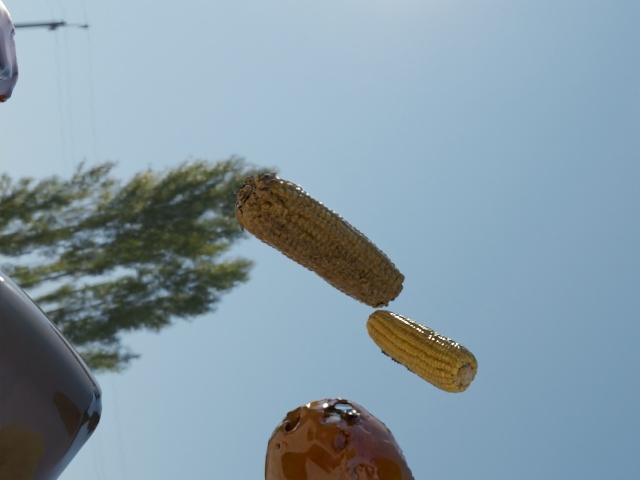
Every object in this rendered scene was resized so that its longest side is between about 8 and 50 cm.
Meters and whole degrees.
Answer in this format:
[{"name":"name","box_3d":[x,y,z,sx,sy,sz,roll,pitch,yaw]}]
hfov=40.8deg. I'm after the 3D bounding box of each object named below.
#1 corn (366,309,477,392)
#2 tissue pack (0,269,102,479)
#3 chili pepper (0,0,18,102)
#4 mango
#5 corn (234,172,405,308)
[{"name":"corn","box_3d":[0.139,0.153,1.218,0.203,0.072,0.072,26,-56,50]},{"name":"tissue pack","box_3d":[-0.382,0.114,0.695,0.277,0.267,0.387,45,-24,-26]},{"name":"chili pepper","box_3d":[-0.383,-0.226,0.900,0.387,0.110,0.110,124,-53,-75]},{"name":"mango","box_3d":[0.023,0.273,0.860,0.156,0.151,0.248,9,-52,35]},{"name":"corn","box_3d":[0.000,0.000,1.390,0.318,0.115,0.115,33,-28,-16]}]
